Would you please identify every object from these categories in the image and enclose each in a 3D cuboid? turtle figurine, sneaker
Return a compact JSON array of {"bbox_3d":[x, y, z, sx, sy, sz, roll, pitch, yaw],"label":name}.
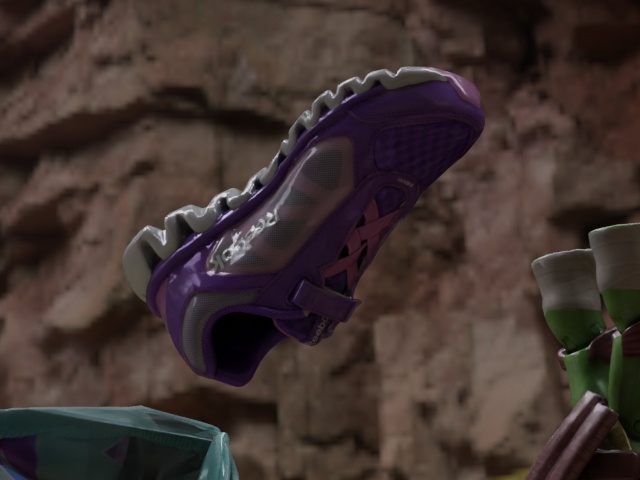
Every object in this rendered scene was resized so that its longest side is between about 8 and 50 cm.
[{"bbox_3d":[0.248,0.126,1.256,0.274,0.266,0.198,-10,-11,12],"label":"turtle figurine"},{"bbox_3d":[0.000,0.000,1.026,0.236,0.104,0.095,-36,-38,22],"label":"sneaker"}]

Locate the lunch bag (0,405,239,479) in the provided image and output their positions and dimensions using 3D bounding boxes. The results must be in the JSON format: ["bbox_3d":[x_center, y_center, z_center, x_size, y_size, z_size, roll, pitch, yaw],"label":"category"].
[{"bbox_3d":[-0.123,0.178,0.550,0.160,0.223,0.262,23,21,25],"label":"lunch bag"}]
